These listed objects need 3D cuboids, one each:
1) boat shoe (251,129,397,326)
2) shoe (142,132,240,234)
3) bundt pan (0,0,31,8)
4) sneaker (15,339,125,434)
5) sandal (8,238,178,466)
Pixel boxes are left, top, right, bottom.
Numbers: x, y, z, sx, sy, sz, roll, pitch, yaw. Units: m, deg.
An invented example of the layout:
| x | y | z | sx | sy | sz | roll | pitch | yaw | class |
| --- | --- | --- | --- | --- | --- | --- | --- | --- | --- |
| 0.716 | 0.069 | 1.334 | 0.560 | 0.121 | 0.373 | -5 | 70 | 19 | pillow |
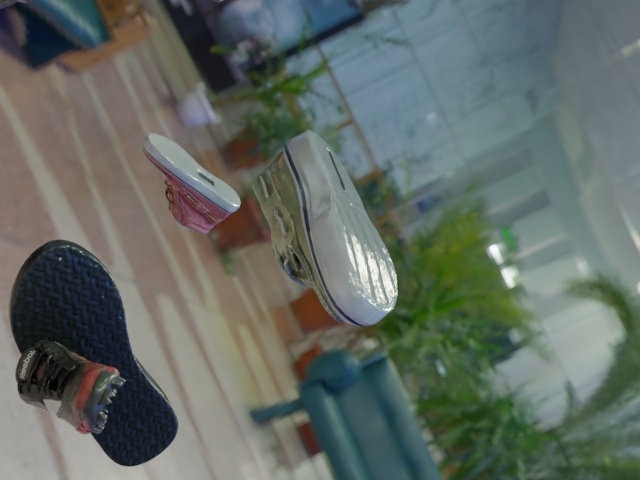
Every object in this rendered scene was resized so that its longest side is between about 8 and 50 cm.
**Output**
| x | y | z | sx | sy | sz | roll | pitch | yaw | class |
| --- | --- | --- | --- | --- | --- | --- | --- | --- | --- |
| 0.000 | 0.000 | 1.418 | 0.109 | 0.094 | 0.302 | 43 | 16 | -30 | boat shoe |
| -0.208 | -0.078 | 2.052 | 0.178 | 0.081 | 0.063 | 37 | 25 | -26 | shoe |
| -0.316 | -0.420 | 1.630 | 0.124 | 0.331 | 0.331 | 54 | 10 | -34 | bundt pan |
| -0.351 | 0.198 | 1.921 | 0.135 | 0.097 | 0.276 | 29 | -11 | -15 | sneaker |
| -0.357 | 0.170 | 2.124 | 0.107 | 0.167 | 0.445 | 47 | -18 | 49 | sandal |
